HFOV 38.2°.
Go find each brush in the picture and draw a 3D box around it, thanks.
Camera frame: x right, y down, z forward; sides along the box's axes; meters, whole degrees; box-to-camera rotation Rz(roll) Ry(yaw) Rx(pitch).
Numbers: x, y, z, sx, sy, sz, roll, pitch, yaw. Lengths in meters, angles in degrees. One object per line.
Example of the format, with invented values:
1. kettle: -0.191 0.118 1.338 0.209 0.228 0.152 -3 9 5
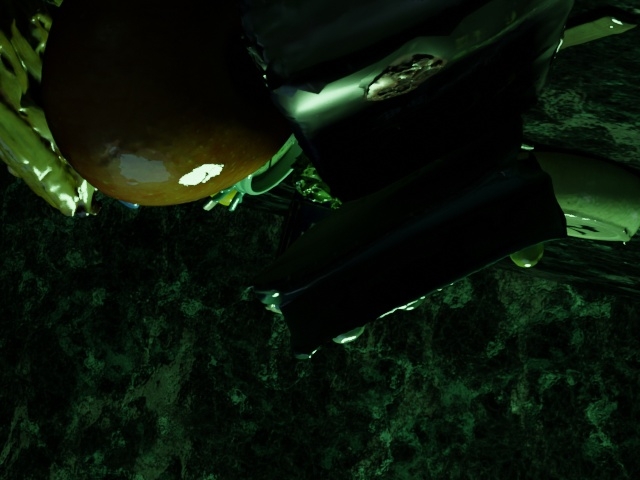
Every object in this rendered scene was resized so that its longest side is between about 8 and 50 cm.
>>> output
1. brush: 0.226 -0.185 0.887 0.034 0.027 0.190 14 175 -22

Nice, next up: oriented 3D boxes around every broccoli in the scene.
1. broccoli: 0.049 -0.111 1.317 0.196 0.156 0.195 -10 142 -8

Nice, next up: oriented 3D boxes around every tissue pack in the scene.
1. tissue pack: 0.084 -0.147 0.746 0.245 0.123 0.332 -23 170 4

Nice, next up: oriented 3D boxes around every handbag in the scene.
1. handbag: 0.090 -0.006 0.853 0.269 0.100 0.274 -29 -172 13

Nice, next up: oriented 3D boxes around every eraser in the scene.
1. eraser: 0.000 0.000 1.849 0.155 0.332 0.101 16 174 -6

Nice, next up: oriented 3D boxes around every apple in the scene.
1. apple: -0.135 -0.161 0.897 0.206 0.251 0.272 11 -164 33

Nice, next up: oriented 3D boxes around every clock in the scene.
1. clock: -0.080 -0.133 1.315 0.066 0.211 0.159 40 180 15

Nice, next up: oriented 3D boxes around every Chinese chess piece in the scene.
1. Chinese chess piece: 0.383 -0.065 1.415 0.238 0.092 0.238 14 174 1

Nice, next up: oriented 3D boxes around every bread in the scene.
1. bread: -0.376 -0.200 1.145 0.277 0.167 0.324 40 170 41

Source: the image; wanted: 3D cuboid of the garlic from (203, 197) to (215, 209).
1. garlic: -0.160 -0.145 1.591 0.127 0.194 0.131 23 -171 42

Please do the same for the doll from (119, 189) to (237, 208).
1. doll: -0.276 -0.175 1.396 0.376 0.187 0.365 38 166 27

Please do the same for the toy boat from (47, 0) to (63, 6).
1. toy boat: -0.274 -0.286 1.075 0.149 0.047 0.049 18 175 11

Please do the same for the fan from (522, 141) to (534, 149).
1. fan: 0.143 -0.176 1.317 0.335 0.011 0.229 15 176 -2
